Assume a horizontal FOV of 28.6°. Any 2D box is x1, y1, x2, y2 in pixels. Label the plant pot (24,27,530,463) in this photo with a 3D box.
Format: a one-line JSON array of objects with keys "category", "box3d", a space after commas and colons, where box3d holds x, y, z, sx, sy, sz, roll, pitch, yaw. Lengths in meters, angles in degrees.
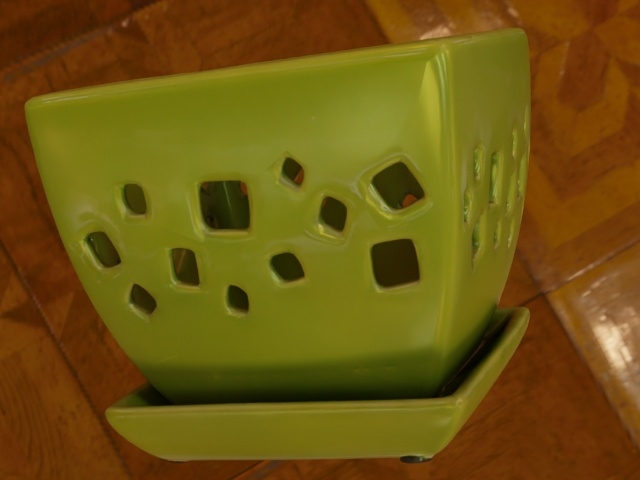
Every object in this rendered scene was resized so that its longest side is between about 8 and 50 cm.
[{"category": "plant pot", "box3d": [0.000, 0.000, 0.696, 0.227, 0.228, 0.207, -4, 98, 20]}]
